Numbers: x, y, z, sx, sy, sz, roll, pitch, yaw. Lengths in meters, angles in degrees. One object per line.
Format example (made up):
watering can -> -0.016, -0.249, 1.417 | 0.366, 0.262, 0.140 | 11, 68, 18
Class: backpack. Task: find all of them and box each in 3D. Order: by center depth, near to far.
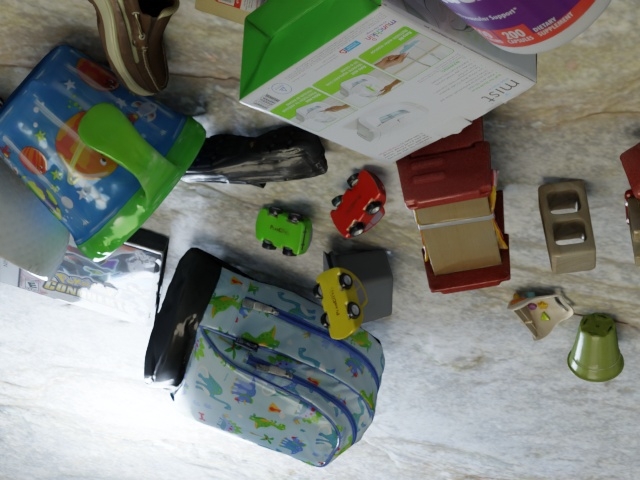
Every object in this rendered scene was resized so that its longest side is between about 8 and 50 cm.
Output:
backpack -> -0.078, 0.196, 2.349 | 0.355, 0.273, 0.290 | 12, 142, -15

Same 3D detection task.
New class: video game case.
video game case -> -0.384, 0.031, 2.407 | 0.274, 0.035, 0.248 | 17, 147, 0

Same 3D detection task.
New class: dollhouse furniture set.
dollhouse furniture set -> 0.291, -0.071, 1.888 | 0.374, 0.152, 0.201 | -9, 141, 7

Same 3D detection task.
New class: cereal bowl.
cereal bowl -> -0.493, -0.080, 2.132 | 0.339, 0.141, 0.339 | 30, 176, 2

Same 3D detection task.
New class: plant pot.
plant pot -> 0.401, 0.149, 2.194 | 0.083, 0.083, 0.079 | 7, 132, 15

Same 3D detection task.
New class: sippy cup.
sippy cup -> -0.307, -0.129, 1.985 | 0.224, 0.240, 0.305 | 41, 132, -14

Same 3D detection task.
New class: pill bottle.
pill bottle -> 0.144, -0.326, 1.461 | 0.181, 0.182, 0.323 | -15, 148, 39

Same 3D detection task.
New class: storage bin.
storage bin -> 0.055, 0.066, 2.220 | 0.091, 0.098, 0.135 | -11, 146, -7

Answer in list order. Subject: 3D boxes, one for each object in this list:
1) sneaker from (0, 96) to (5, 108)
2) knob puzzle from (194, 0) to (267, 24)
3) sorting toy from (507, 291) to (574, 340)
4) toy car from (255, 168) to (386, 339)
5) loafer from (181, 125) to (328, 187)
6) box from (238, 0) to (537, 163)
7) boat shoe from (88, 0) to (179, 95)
sneaker -> -0.451, -0.176, 2.133 | 0.119, 0.047, 0.057 | 25, 135, -13
knob puzzle -> -0.043, -0.307, 1.762 | 0.213, 0.030, 0.213 | 12, 146, 8
sorting toy -> 0.323, 0.099, 2.183 | 0.075, 0.045, 0.083 | -16, 134, 30
toy car -> 0.000, 0.000, 2.122 | 0.225, 0.239, 0.053 | 20, -165, 42
loafer -> -0.096, -0.102, 2.043 | 0.223, 0.076, 0.078 | -6, 133, 25
box -> 0.076, -0.214, 1.712 | 0.231, 0.127, 0.262 | 20, 150, -32
boat shoe -> -0.218, -0.273, 1.837 | 0.095, 0.095, 0.257 | -2, 143, 14
